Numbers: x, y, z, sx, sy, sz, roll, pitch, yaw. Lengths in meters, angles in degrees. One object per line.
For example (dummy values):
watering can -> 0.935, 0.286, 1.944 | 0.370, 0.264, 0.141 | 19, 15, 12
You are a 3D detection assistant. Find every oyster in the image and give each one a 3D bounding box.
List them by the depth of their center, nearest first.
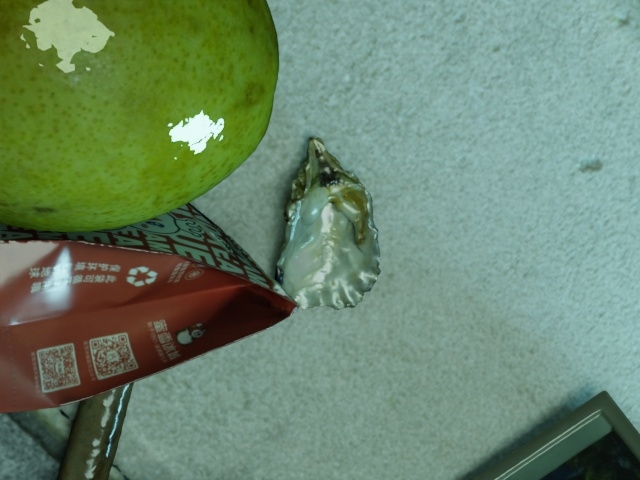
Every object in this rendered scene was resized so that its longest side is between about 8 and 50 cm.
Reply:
oyster -> 0.000, 0.000, 1.237 | 0.121, 0.045, 0.146 | -44, 120, -7

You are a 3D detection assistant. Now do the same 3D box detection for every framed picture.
framed picture -> 0.204, 0.313, 1.302 | 0.315, 0.232, 0.024 | -34, 152, -4

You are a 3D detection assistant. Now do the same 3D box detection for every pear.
pear -> -0.176, -0.142, 1.008 | 0.304, 0.304, 0.304 | -5, 105, -17

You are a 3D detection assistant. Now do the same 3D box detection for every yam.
yam -> -0.214, 0.229, 1.223 | 0.046, 0.046, 0.264 | 13, 99, -21

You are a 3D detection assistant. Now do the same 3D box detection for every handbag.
handbag -> -0.177, 0.048, 1.124 | 0.298, 0.171, 0.151 | -1, 103, -17
